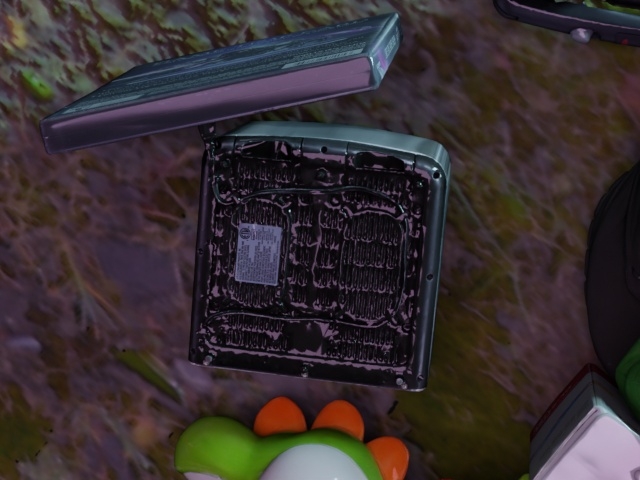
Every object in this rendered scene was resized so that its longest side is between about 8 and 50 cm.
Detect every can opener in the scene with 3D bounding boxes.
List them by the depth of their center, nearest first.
[{"bbox_3d":[0.207,-0.156,1.227,0.186,0.073,0.059,15,89,-4],"label":"can opener"}]

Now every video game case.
[{"bbox_3d":[-0.051,-0.104,1.152,0.196,0.274,0.026,-11,100,8],"label":"video game case"}]

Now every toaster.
[{"bbox_3d":[0.000,0.000,1.233,0.168,0.110,0.186,6,102,6],"label":"toaster"}]

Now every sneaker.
[{"bbox_3d":[0.241,-0.026,1.184,0.109,0.130,0.286,18,111,6],"label":"sneaker"}]

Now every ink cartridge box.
[{"bbox_3d":[0.205,0.158,1.193,0.127,0.175,0.072,40,99,3],"label":"ink cartridge box"}]

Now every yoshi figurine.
[{"bbox_3d":[0.032,0.256,1.209,0.362,0.203,0.203,27,136,27],"label":"yoshi figurine"}]

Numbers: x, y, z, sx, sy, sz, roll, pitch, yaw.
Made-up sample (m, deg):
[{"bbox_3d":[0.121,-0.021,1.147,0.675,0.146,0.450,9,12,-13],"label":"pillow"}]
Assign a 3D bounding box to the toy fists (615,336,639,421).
[{"bbox_3d":[0.328,0.103,1.163,0.279,0.142,0.096,5,97,-13],"label":"toy fists"}]
